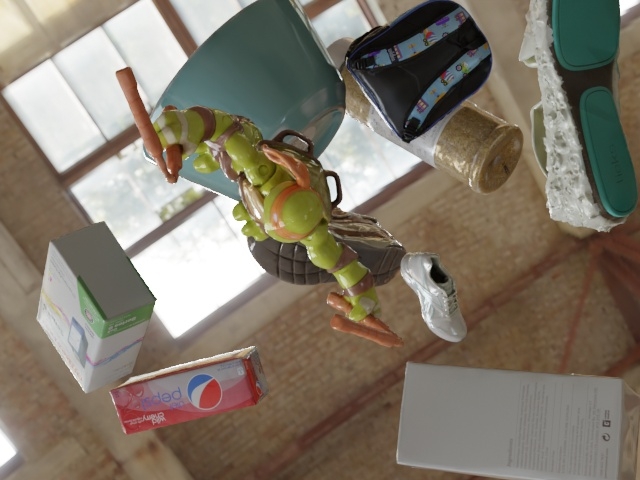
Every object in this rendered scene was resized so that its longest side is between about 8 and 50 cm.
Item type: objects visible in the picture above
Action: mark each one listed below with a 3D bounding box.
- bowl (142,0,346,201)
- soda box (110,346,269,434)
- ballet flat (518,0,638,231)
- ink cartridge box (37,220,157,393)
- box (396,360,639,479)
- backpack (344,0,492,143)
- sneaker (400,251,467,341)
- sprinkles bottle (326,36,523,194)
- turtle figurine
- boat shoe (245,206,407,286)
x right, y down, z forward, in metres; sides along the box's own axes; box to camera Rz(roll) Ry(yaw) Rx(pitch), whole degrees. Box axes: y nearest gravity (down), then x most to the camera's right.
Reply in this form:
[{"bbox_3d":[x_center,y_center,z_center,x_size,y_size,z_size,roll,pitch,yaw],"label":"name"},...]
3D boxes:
[{"bbox_3d":[-0.081,-0.173,1.569,0.311,0.163,0.311,-46,170,-10],"label":"bowl"},{"bbox_3d":[-0.231,0.266,1.990,0.263,0.092,0.083,-16,-175,16],"label":"soda box"},{"bbox_3d":[0.330,-0.211,1.524,0.147,0.409,0.147,-7,-178,0],"label":"ballet flat"},{"bbox_3d":[-0.331,0.100,1.644,0.093,0.154,0.212,-25,157,-32],"label":"ink cartridge box"},{"bbox_3d":[0.323,0.302,1.811,0.345,0.215,0.168,2,-103,23],"label":"box"},{"bbox_3d":[0.137,-0.242,1.528,0.173,0.158,0.117,-37,-167,5],"label":"backpack"},{"bbox_3d":[0.174,0.083,1.632,0.053,0.152,0.061,-41,-164,-35],"label":"sneaker"},{"bbox_3d":[0.148,-0.202,1.789,0.355,0.121,0.121,34,-116,30],"label":"sprinkles bottle"},{"bbox_3d":[-0.041,-0.044,0.809,0.087,0.269,0.217,-48,-162,0],"label":"turtle figurine"},{"bbox_3d":[0.000,0.000,1.871,0.123,0.324,0.116,-49,-130,26],"label":"boat shoe"}]
